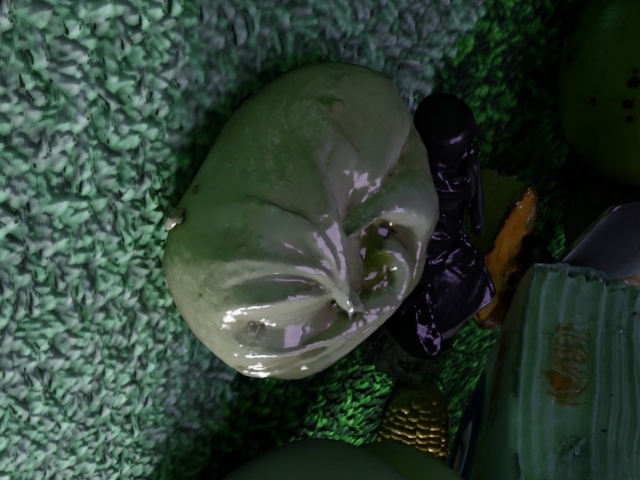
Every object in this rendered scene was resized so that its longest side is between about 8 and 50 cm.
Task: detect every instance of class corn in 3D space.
[{"bbox_3d":[0.094,0.306,1.417,0.101,0.101,0.292,0,104,-57],"label":"corn"}]

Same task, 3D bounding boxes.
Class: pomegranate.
[{"bbox_3d":[0.392,-0.172,1.253,0.236,0.301,0.236,-12,90,-72],"label":"pomegranate"}]

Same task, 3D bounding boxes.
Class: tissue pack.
[{"bbox_3d":[0.232,0.254,1.304,0.388,0.162,0.287,102,0,-49],"label":"tissue pack"}]

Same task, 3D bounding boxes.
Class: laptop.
[{"bbox_3d":[0.359,-0.004,1.324,0.269,0.015,0.188,-11,153,-33],"label":"laptop"}]

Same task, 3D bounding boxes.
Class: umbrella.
[{"bbox_3d":[0.108,0.011,1.129,0.113,0.106,0.358,-48,157,-33],"label":"umbrella"}]

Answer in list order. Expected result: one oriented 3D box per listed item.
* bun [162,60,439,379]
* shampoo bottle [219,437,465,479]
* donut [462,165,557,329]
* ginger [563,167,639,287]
[{"bbox_3d":[0.000,0.000,0.943,0.259,0.160,0.259,-41,150,-31],"label":"bun"},{"bbox_3d":[-0.001,0.351,1.116,0.317,0.322,0.323,-16,132,-38],"label":"shampoo bottle"},{"bbox_3d":[0.183,0.011,1.307,0.141,0.085,0.217,-48,151,-13],"label":"donut"},{"bbox_3d":[0.426,-0.062,1.541,0.375,0.176,0.256,-42,131,-22],"label":"ginger"}]
